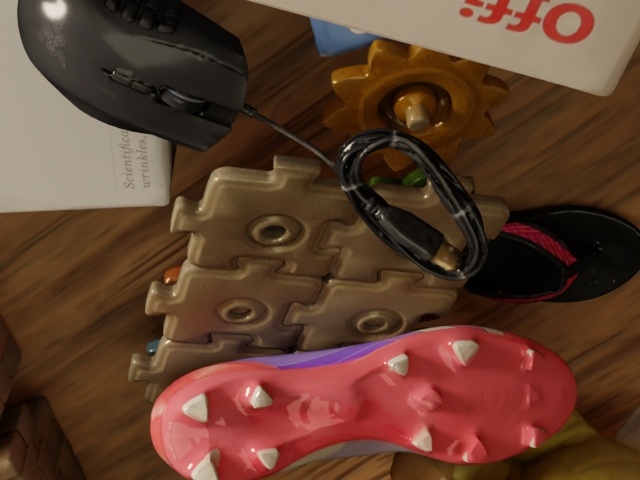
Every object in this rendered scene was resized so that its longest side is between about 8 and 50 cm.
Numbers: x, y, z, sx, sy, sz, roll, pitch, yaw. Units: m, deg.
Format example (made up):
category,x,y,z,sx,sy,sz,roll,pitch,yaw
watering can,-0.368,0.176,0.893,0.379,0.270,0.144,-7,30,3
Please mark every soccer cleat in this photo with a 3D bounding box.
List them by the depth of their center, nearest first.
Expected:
category,x,y,z,sx,sy,sz,roll,pitch,yaw
soccer cleat,0.024,0.092,0.710,0.248,0.095,0.083,-7,97,-13

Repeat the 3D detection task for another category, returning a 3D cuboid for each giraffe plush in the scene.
category,x,y,z,sx,sy,sz,roll,pitch,yaw
giraffe plush,0.137,0.200,0.803,0.210,0.181,0.170,-13,136,-36

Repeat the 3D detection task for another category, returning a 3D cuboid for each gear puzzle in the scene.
category,x,y,z,sx,sy,sz,roll,pitch,yaw
gear puzzle,0.000,0.000,0.667,0.175,0.044,0.339,6,144,-15

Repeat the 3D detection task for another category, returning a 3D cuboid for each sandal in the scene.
category,x,y,z,sx,sy,sz,roll,pitch,yaw
sandal,0.113,0.012,0.749,0.179,0.040,0.067,4,117,-6

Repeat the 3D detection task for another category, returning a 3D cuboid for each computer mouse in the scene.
category,x,y,z,sx,sy,sz,roll,pitch,yaw
computer mouse,-0.031,-0.047,0.544,0.242,0.041,0.071,29,121,-2

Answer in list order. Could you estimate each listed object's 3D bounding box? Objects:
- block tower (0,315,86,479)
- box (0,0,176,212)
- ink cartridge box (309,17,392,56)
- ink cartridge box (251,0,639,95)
category,x,y,z,sx,sy,sz,roll,pitch,yaw
block tower,-0.226,0.120,0.759,0.097,0.091,0.335,-18,117,7
box,-0.169,-0.116,0.622,0.182,0.119,0.181,-2,118,-2
ink cartridge box,0.074,-0.311,0.520,0.270,0.151,0.395,-14,116,4
ink cartridge box,0.057,-0.205,0.400,0.198,0.115,0.273,13,127,-10
